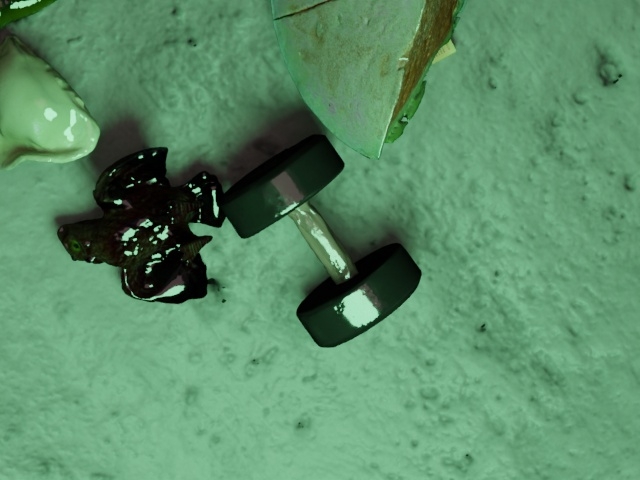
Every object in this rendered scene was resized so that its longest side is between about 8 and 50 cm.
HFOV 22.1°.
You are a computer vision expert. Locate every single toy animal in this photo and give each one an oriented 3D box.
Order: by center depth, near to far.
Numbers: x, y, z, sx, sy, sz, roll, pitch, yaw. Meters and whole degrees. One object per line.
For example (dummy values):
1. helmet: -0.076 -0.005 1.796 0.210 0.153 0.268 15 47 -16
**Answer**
1. toy animal: -0.211 -0.018 1.934 0.180 0.116 0.218 -4 125 19

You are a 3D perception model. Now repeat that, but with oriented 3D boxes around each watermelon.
1. watermelon: 0.095 -0.295 1.887 0.222 0.319 0.292 -6 130 -38

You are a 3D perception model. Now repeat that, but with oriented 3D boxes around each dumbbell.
1. dumbbell: 0.000 0.000 1.917 0.152 0.152 0.218 -36 98 -3

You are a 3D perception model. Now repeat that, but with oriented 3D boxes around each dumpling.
1. dumpling: -0.345 -0.142 1.889 0.169 0.100 0.134 44 91 -8

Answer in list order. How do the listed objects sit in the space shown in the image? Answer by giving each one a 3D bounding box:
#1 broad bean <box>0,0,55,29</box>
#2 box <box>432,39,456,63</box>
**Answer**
1. broad bean: -0.358 -0.278 1.905 0.298 0.043 0.060 -27 107 -6
2. box: 0.084 -0.227 1.977 0.149 0.020 0.073 -29 97 -4
